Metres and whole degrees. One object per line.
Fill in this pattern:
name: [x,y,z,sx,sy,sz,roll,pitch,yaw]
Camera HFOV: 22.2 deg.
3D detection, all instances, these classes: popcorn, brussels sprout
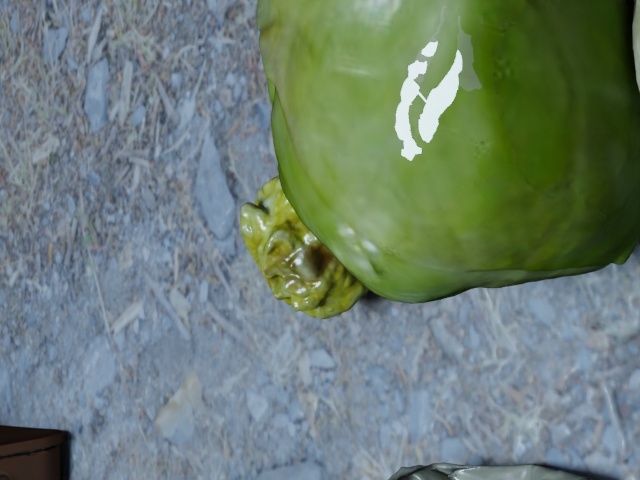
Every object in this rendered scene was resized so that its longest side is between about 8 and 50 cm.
popcorn: [0.000,0.000,1.302,0.106,0.116,0.120,-16,77,30]
brussels sprout: [0.095,-0.103,1.095,0.328,0.247,0.327,-178,90,-66]

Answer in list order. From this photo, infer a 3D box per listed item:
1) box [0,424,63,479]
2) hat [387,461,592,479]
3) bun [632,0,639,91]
box: [-0.441,0.318,1.711,0.339,0.239,0.229,-3,89,49]
hat: [0.115,0.281,1.156,0.149,0.214,0.244,175,73,-80]
bun: [0.316,-0.167,0.863,0.362,0.235,0.326,136,130,-59]
